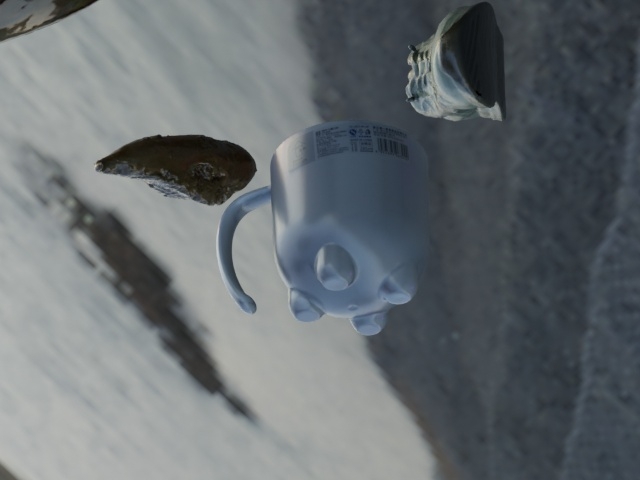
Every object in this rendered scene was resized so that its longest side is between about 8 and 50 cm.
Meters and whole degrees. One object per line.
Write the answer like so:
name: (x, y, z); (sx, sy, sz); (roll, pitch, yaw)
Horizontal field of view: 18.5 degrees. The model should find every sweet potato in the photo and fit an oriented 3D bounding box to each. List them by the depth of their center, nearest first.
sweet potato: (-0.118, -0.063, 1.719); (0.206, 0.060, 0.068); (5, -116, -47)

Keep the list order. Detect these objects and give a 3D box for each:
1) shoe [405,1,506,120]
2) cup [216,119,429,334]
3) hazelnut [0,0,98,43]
shoe: (0.130, -0.168, 1.937); (0.098, 0.103, 0.275); (-5, 172, 9)
cup: (0.005, -0.006, 1.626); (0.173, 0.142, 0.134); (4, 148, -8)
hazelnut: (-0.293, -0.323, 1.458); (0.359, 0.409, 0.359); (169, 90, -71)
